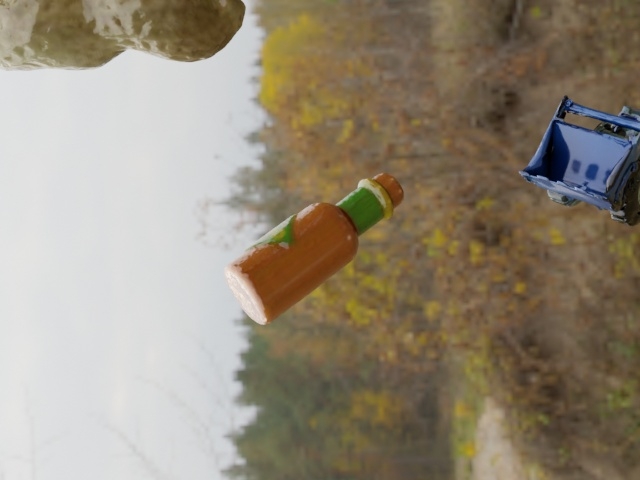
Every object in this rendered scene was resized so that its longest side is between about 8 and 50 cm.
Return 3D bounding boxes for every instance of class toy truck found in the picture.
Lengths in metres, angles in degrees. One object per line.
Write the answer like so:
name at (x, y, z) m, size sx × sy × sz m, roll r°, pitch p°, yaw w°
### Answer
toy truck at (0.323, -0.087, 1.513) m, size 0.208 × 0.113 × 0.126 m, roll 1°, pitch -73°, yaw -52°

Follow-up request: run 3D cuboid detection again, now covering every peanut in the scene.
peanut at (-0.175, -0.184, 1.129) m, size 0.104 × 0.227 × 0.086 m, roll 85°, pitch -178°, yaw -67°

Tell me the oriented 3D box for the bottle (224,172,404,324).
bottle at (0.000, 0.000, 1.275) m, size 0.069 × 0.187 × 0.069 m, roll 43°, pitch 156°, yaw 25°
